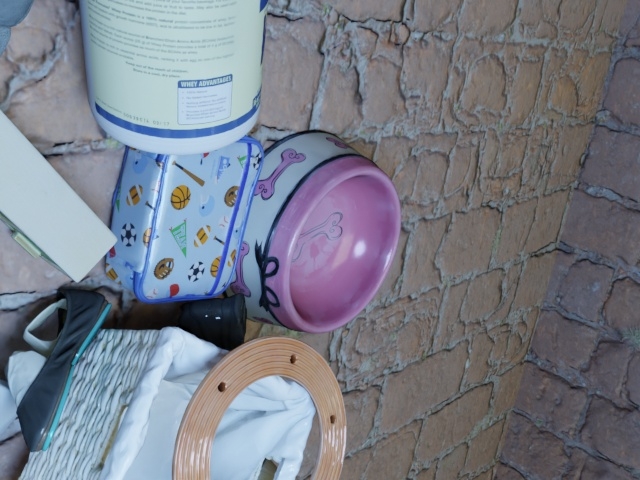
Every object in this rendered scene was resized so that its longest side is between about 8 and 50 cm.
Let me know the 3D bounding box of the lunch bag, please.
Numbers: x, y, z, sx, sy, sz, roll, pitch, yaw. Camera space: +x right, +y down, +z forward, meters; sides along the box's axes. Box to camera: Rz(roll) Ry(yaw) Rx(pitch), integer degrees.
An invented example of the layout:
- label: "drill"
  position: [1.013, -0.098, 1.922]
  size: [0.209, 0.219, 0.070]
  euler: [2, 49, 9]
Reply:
- label: "lunch bag"
  position: [-0.208, -0.053, 1.189]
  size: [0.243, 0.115, 0.303]
  euler: [2, 109, -53]

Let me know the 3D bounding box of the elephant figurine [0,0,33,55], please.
- label: "elephant figurine"
  position: [-0.406, -0.352, 0.779]
  size: [0.169, 0.186, 0.239]
  euler: [-32, 141, 29]

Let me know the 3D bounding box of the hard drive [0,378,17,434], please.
- label: "hard drive"
  position: [-0.497, 0.259, 0.909]
  size: [0.233, 0.047, 0.353]
  euler: [-51, 175, -18]

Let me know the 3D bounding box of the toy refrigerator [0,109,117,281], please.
- label: "toy refrigerator"
  position: [-0.395, -0.063, 0.965]
  size: [0.094, 0.102, 0.269]
  euler: [-51, 141, -18]

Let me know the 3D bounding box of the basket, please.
- label: "basket"
  position: [-0.233, 0.331, 1.139]
  size: [0.331, 0.266, 0.328]
  euler: [35, 65, -39]

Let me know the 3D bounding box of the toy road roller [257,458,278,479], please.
- label: "toy road roller"
  position: [-0.149, 0.498, 1.422]
  size: [0.329, 0.202, 0.240]
  euler: [-36, -175, 32]

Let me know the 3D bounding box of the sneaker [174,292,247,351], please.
- label: "sneaker"
  position: [-0.202, 0.193, 1.345]
  size: [0.130, 0.109, 0.286]
  euler: [1, 135, -7]

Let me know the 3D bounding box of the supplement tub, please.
- label: "supplement tub"
  position: [-0.184, -0.298, 0.932]
  size: [0.235, 0.235, 0.325]
  euler: [-31, 145, -37]

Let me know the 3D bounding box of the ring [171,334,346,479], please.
- label: "ring"
  position: [-0.083, 0.308, 1.086]
  size: [0.336, 0.032, 0.336]
  euler: [-1, 92, -45]

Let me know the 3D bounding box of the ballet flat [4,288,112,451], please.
- label: "ballet flat"
  position: [-0.381, 0.169, 1.031]
  size: [0.096, 0.280, 0.095]
  euler: [25, 122, -14]

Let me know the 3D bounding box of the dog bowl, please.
- label: "dog bowl"
  position: [0.000, 0.000, 1.435]
  size: [0.408, 0.150, 0.408]
  euler: [-26, 128, -40]
